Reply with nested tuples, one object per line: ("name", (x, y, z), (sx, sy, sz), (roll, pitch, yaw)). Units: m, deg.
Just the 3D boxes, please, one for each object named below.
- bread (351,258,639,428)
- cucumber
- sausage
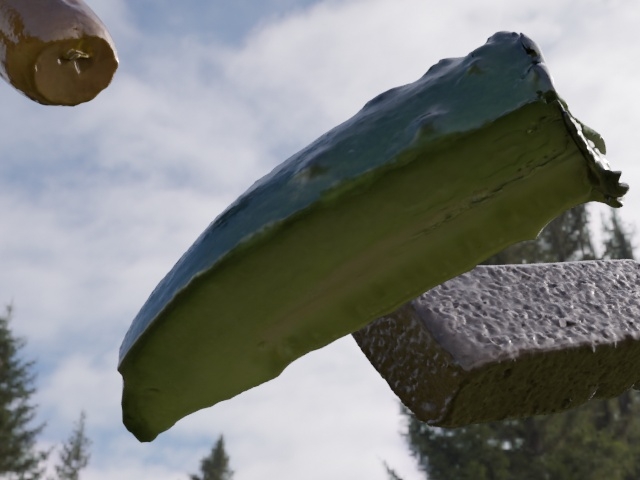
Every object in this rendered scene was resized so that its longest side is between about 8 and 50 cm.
("bread", (0.238, 0.103, 0.970), (0.417, 0.165, 0.113), (0, -59, -34))
("cucumber", (-0.001, -0.003, 0.523), (0.325, 0.145, 0.105), (-33, -65, 21))
("sausage", (-0.324, -0.245, 0.928), (0.112, 0.328, 0.112), (-30, -37, -26))
